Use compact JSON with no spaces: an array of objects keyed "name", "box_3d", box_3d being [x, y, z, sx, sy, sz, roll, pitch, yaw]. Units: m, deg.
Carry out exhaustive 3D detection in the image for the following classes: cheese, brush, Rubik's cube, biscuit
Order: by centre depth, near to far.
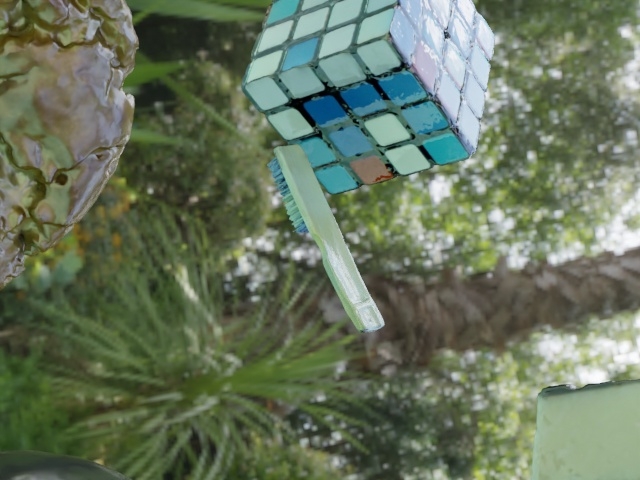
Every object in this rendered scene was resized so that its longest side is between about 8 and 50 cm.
[{"name":"biscuit","box_3d":[-0.175,-0.059,0.449,0.042,0.226,0.226,-124,-149,-52]},{"name":"cheese","box_3d":[0.307,0.107,0.695,0.400,0.034,0.085,-15,-126,36]},{"name":"brush","box_3d":[0.000,0.000,0.956,0.030,0.033,0.178,-37,-112,33]},{"name":"Rubik's cube","box_3d":[0.046,-0.156,1.014,0.151,0.154,0.155,50,40,-36]}]

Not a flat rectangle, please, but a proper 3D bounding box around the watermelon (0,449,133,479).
[{"name":"watermelon","box_3d":[-0.198,0.266,0.665,0.279,0.359,0.279,28,-46,33]}]
